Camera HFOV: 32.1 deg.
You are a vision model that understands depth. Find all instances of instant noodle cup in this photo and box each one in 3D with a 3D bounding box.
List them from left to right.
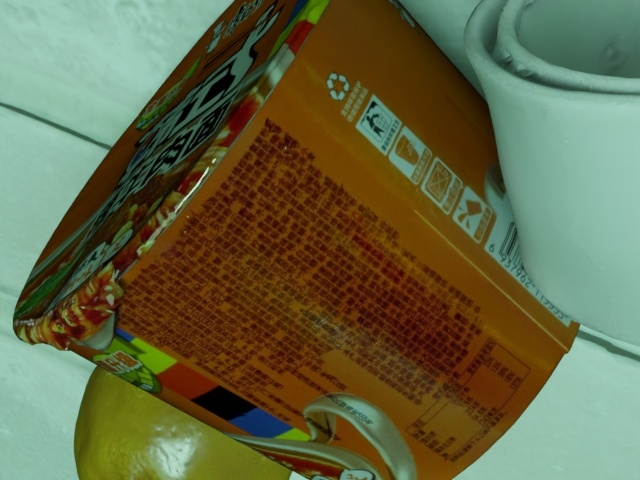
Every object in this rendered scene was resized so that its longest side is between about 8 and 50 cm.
[{"bbox_3d":[0.000,0.000,0.551,0.192,0.250,0.250,38,132,-17],"label":"instant noodle cup"}]

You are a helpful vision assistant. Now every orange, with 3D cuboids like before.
[{"bbox_3d":[-0.094,0.138,0.758,0.158,0.136,0.159,10,126,15],"label":"orange"}]

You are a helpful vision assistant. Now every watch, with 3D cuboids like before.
[{"bbox_3d":[0.181,-0.082,0.405,0.244,0.231,0.196,-2,121,30],"label":"watch"}]
